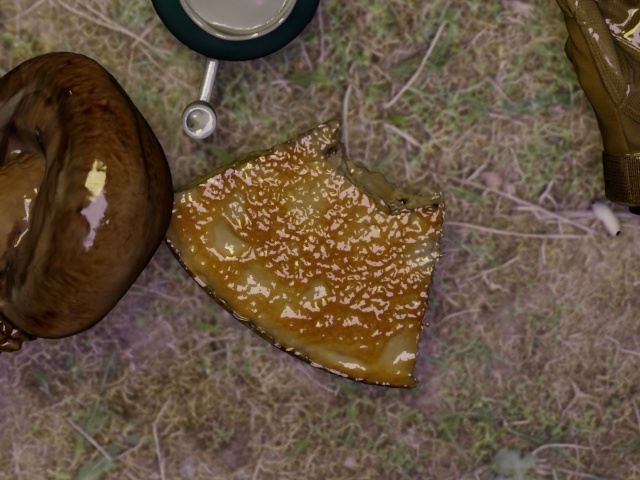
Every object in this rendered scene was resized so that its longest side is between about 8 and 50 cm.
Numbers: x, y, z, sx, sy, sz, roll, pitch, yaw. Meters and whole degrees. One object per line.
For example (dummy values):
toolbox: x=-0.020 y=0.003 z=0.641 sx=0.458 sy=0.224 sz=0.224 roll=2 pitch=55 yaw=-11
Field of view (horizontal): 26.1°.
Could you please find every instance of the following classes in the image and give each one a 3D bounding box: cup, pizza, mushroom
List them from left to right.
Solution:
mushroom: x=-0.255 y=-0.016 z=1.238 sx=0.283 sy=0.263 sz=0.195 roll=-52 pitch=141 yaw=-7
cup: x=-0.078 y=-0.238 z=1.244 sx=0.168 sy=0.173 sz=0.299 roll=14 pitch=99 yaw=-7
pizza: x=0.000 y=0.000 z=1.339 sx=0.323 sy=0.089 sz=0.223 roll=35 pitch=102 yaw=-12

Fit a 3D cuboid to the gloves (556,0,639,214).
gloves: x=0.309 y=-0.185 z=1.309 sx=0.154 sy=0.141 sz=0.331 roll=-5 pitch=113 yaw=22
